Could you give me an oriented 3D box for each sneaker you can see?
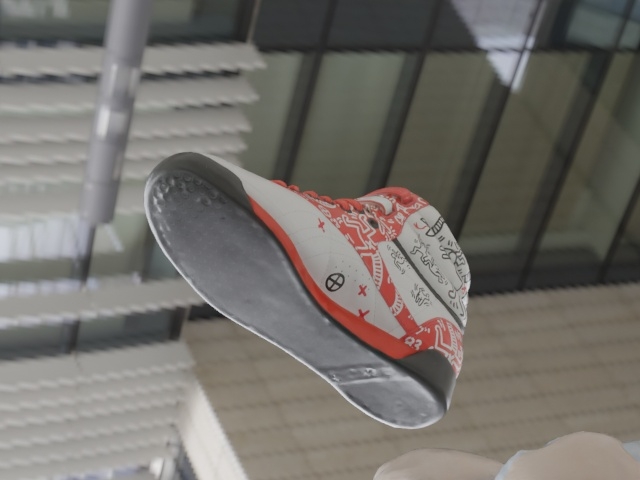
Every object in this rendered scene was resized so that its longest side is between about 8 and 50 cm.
[{"bbox_3d":[0.000,0.001,1.043,0.270,0.090,0.145,41,-138,-21],"label":"sneaker"}]

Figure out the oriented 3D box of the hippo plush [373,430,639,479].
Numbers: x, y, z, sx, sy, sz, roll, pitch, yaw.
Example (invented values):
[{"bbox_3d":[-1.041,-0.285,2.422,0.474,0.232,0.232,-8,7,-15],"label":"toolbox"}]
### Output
[{"bbox_3d":[0.164,0.230,0.798,0.234,0.294,0.237,15,-167,40],"label":"hippo plush"}]
